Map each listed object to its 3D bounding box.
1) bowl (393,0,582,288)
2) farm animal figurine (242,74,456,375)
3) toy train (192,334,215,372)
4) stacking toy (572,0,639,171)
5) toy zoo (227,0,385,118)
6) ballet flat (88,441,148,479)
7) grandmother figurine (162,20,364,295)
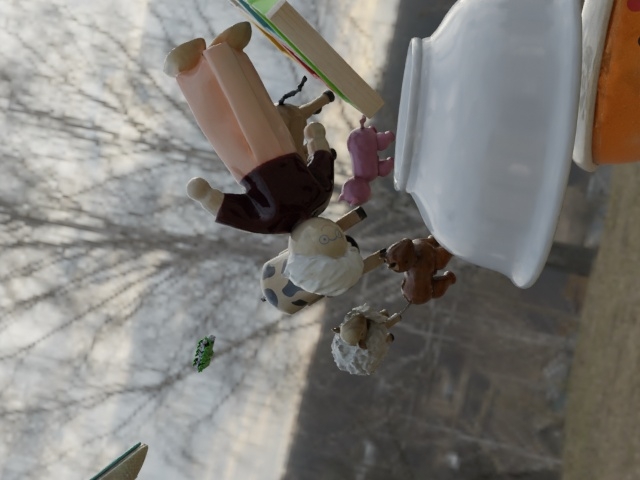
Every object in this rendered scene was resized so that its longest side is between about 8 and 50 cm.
[{"bbox_3d":[0.141,-0.109,1.101,0.298,0.134,0.297,6,-90,-90],"label":"bowl"},{"bbox_3d":[0.000,0.000,1.594,0.172,0.330,0.326,-29,-19,-37],"label":"farm animal figurine"},{"bbox_3d":[-0.146,0.142,1.512,0.024,0.017,0.083,-34,-18,-28],"label":"toy train"},{"bbox_3d":[0.610,-0.240,1.708,0.350,0.480,0.350,11,-90,-72],"label":"stacking toy"},{"bbox_3d":[-0.052,-0.263,1.457,0.030,0.192,0.293,-47,37,2],"label":"toy zoo"},{"bbox_3d":[-0.243,0.282,1.275,0.168,0.052,0.057,-35,-4,-24],"label":"ballet flat"},{"bbox_3d":[-0.062,-0.084,1.409,0.208,0.342,0.104,-28,-8,-22],"label":"grandmother figurine"}]
